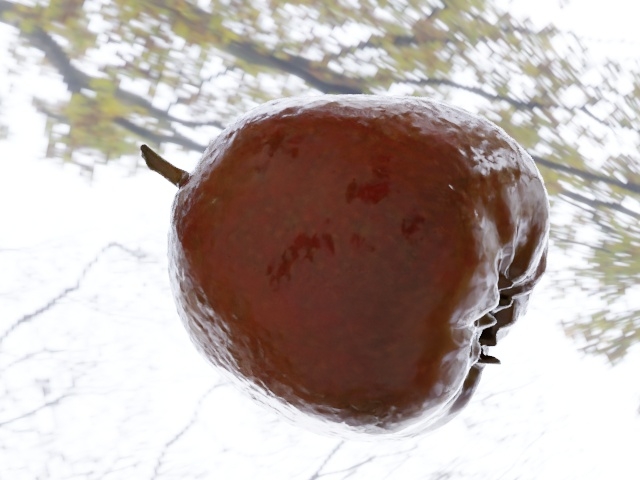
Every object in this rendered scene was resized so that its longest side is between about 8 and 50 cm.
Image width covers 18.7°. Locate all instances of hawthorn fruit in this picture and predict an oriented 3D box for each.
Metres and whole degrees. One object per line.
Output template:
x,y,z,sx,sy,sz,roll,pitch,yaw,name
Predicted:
0.000,0.000,1.013,0.226,0.196,0.196,23,-86,15,hawthorn fruit
